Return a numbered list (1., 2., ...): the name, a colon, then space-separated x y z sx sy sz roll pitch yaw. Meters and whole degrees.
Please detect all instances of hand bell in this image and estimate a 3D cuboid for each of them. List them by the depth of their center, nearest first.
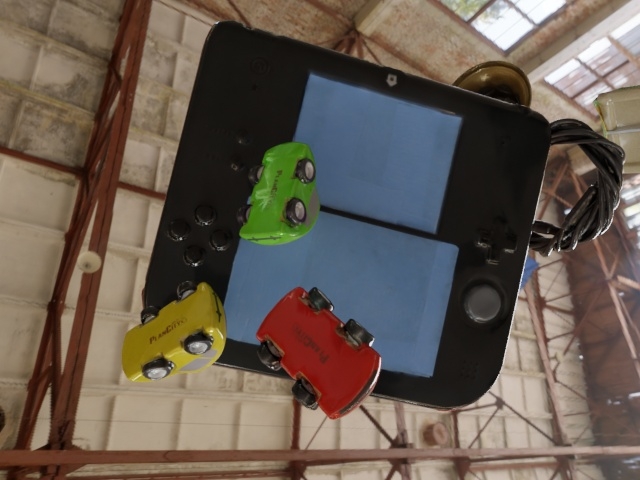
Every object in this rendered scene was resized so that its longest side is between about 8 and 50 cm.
1. hand bell: 0.297 -0.165 0.743 0.241 0.126 0.126 14 -123 -49

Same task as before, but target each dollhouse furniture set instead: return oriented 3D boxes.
1. dollhouse furniture set: 0.709 -0.240 0.895 0.151 0.301 0.198 -48 -57 -28

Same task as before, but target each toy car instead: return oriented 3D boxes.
1. toy car: -0.041 0.021 0.397 0.053 0.238 0.225 45 -129 -48

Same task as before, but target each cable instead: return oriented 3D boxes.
1. cable: 0.278 -0.060 0.578 0.047 0.184 0.151 -14 -101 -27

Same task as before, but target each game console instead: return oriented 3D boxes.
1. game console: 0.037 -0.017 0.505 0.385 0.060 0.343 14 -88 -9
